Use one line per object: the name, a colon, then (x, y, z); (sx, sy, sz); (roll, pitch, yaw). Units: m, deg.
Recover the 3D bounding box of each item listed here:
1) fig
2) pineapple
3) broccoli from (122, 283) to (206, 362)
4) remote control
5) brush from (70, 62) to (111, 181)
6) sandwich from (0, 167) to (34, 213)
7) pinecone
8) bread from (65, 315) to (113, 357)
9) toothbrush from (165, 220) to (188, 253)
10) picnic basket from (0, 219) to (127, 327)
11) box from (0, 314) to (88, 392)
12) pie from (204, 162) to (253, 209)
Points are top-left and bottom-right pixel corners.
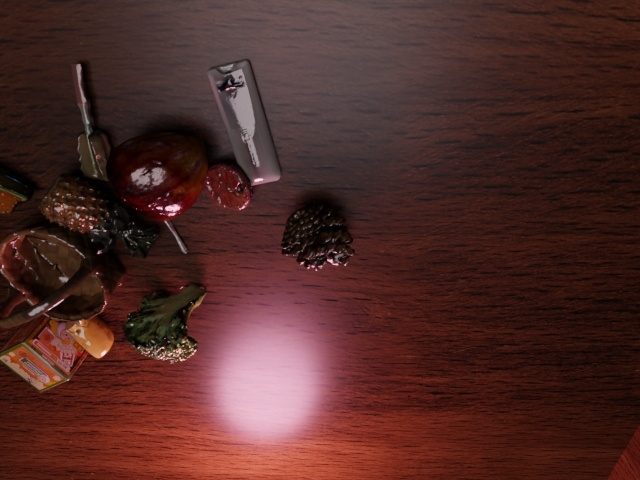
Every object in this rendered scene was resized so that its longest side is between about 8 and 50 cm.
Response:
fig: (-0.414, -0.169, 1.112); (0.263, 0.224, 0.224); (-27, 116, 15)
pineapple: (-0.611, -0.050, 1.222); (0.310, 0.141, 0.170); (35, 78, -30)
broccoli: (-0.467, 0.276, 1.386); (0.243, 0.273, 0.180); (27, 139, 34)
remote control: (-0.193, -0.287, 1.118); (0.110, 0.055, 0.312); (-10, 120, 8)
brush: (-0.597, -0.297, 1.120); (0.084, 0.071, 0.300); (6, 120, 2)
sandwich: (-0.923, -0.152, 1.208); (0.235, 0.079, 0.159); (3, 139, -6)
pinecone: (-0.005, -0.001, 1.221); (0.184, 0.179, 0.204); (-7, 141, 31)
bread: (-0.764, 0.300, 1.453); (0.085, 0.134, 0.173); (-36, 122, -14)
toothbrush: (-0.450, -0.044, 1.296); (0.022, 0.017, 0.204); (-7, 122, 28)
picnic basket: (-0.771, 0.124, 1.235); (0.293, 0.337, 0.337); (-20, 118, 13)
box: (-0.915, 0.363, 1.460); (0.148, 0.177, 0.194); (-24, 117, 15)
pie: (-0.253, -0.147, 1.192); (0.154, 0.038, 0.153); (16, 132, 19)
